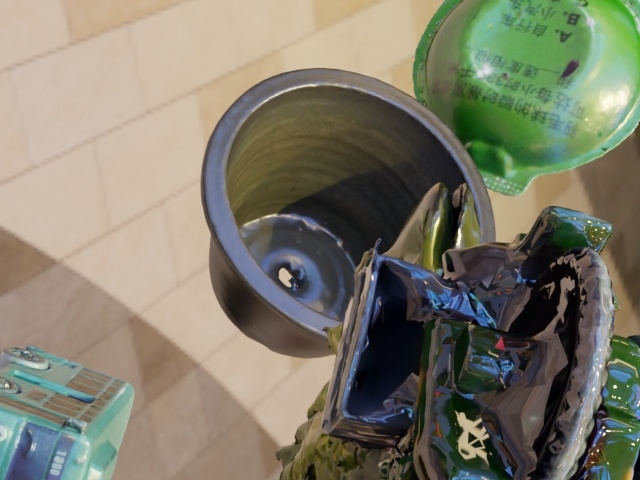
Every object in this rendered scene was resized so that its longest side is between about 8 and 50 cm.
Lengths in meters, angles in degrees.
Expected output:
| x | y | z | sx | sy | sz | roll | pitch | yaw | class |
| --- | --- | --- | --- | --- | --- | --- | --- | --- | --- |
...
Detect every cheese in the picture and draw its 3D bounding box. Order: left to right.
| x | y | z | sx | sy | sz | roll | pitch | yaw | class |
| --- | --- | --- | --- | --- | --- | --- | --- | --- | --- |
| 0.196 | -0.180 | 1.174 | 0.320 | 0.203 | 0.083 | -62 | 158 | -17 | cheese |

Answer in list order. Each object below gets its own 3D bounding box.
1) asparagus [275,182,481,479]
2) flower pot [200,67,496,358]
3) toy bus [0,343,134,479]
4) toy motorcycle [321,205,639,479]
| x | y | z | sx | sy | sz | roll | pitch | yaw | class |
| --- | --- | --- | --- | --- | --- | --- | --- | --- | --- |
| 0.043 | 0.157 | 0.634 | 0.108 | 0.128 | 0.382 | -41 | 125 | -50 | asparagus |
| 0.000 | 0.000 | 1.108 | 0.235 | 0.148 | 0.235 | 10 | 61 | -19 | flower pot |
| -0.255 | 0.185 | 1.278 | 0.256 | 0.147 | 0.128 | -80 | -171 | -85 | toy bus |
| 0.032 | 0.131 | 0.401 | 0.187 | 0.124 | 0.275 | 124 | -18 | -70 | toy motorcycle |
